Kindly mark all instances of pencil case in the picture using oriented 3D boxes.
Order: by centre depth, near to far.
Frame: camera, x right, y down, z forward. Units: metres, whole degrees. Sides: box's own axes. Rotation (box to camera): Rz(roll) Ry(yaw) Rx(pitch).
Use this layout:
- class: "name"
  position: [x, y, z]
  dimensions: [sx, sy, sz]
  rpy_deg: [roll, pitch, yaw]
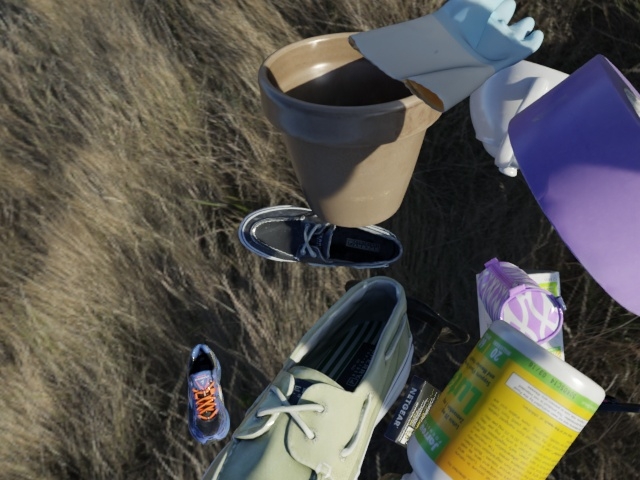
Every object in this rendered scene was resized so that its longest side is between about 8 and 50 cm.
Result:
- class: "pencil case"
  position: [0.276, 0.084, 0.854]
  dimensions: [0.086, 0.206, 0.088]
  rpy_deg: [-35, 92, 8]

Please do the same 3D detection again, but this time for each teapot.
- class: "teapot"
  position: [0.367, -0.204, 1.061]
  dimensions: [0.252, 0.256, 0.187]
  rpy_deg: [47, 120, 59]

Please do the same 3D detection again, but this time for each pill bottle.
- class: "pill bottle"
  position: [0.183, 0.223, 0.660]
  dimensions: [0.136, 0.136, 0.245]
  rpy_deg: [37, 94, 33]

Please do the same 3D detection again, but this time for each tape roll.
- class: "tape roll"
  position: [0.235, -0.043, 0.458]
  dimensions: [0.080, 0.189, 0.189]
  rpy_deg: [-38, 65, 34]

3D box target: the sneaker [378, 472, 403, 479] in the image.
- class: "sneaker"
  position: [0.085, 0.373, 0.699]
  dimensions: [0.086, 0.064, 0.192]
  rpy_deg: [-25, 35, 56]

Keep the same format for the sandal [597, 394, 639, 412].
- class: "sandal"
  position: [0.628, 0.356, 1.330]
  dimensions: [0.179, 0.067, 0.040]
  rpy_deg: [-11, 81, 45]

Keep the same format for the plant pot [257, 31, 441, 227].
- class: "plant pot"
  position: [0.051, -0.150, 0.877]
  dimensions: [0.263, 0.263, 0.229]
  rpy_deg: [28, 139, 35]

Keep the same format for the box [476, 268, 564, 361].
- class: "box"
  position: [0.370, 0.160, 1.109]
  dimensions: [0.103, 0.114, 0.203]
  rpy_deg: [180, 86, -72]

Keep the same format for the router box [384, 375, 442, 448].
- class: "router box"
  position: [0.256, 0.468, 1.602]
  dimensions: [0.046, 0.133, 0.179]
  rpy_deg: [16, 71, 45]

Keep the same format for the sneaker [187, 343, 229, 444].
- class: "sneaker"
  position: [-0.233, 0.300, 1.184]
  dimensions: [0.087, 0.083, 0.221]
  rpy_deg: [86, 166, -45]

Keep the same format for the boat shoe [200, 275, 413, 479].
- class: "boat shoe"
  position: [-0.014, 0.134, 0.444]
  dimensions: [0.109, 0.302, 0.094]
  rpy_deg: [11, 125, 24]

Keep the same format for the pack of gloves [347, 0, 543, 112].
- class: "pack of gloves"
  position: [0.076, -0.202, 0.459]
  dimensions: [0.195, 0.232, 0.046]
  rpy_deg: [41, 134, 11]

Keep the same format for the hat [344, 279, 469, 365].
- class: "hat"
  position: [0.186, 0.228, 1.467]
  dimensions: [0.331, 0.331, 0.134]
  rpy_deg: [14, 70, 37]

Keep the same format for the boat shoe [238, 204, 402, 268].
- class: "boat shoe"
  position: [0.000, 0.000, 1.086]
  dimensions: [0.301, 0.102, 0.108]
  rpy_deg: [11, 91, -4]
